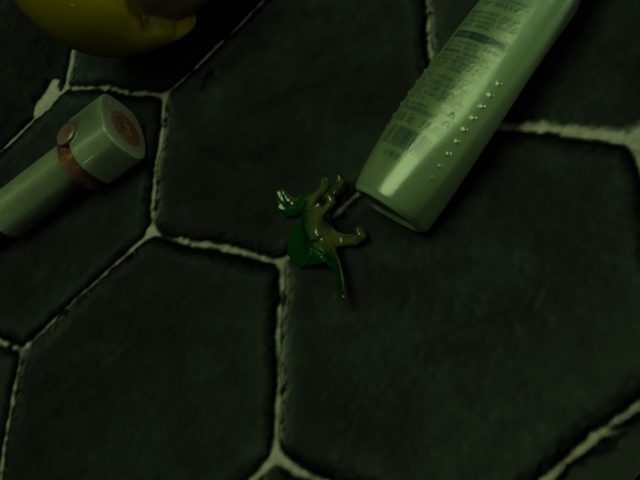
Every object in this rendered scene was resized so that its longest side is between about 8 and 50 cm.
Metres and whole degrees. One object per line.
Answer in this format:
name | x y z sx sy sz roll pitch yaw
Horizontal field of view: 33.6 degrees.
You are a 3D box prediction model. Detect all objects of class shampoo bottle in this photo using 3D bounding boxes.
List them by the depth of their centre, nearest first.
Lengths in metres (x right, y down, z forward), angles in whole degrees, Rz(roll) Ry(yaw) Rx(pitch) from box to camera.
shampoo bottle | 0.103 -0.105 0.686 0.212 0.049 0.072 -53 40 -3

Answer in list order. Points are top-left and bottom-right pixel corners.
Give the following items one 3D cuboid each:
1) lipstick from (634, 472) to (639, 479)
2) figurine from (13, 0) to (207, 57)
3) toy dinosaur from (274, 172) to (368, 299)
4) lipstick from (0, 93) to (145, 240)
lipstick | 0.213 0.064 0.461 0.300 0.081 0.081 -52 44 -4
figurine | -0.114 -0.294 0.869 0.343 0.215 0.187 -33 49 14
toy dinosaur | 0.000 0.000 0.718 0.060 0.029 0.120 -42 48 29
lipstick | -0.238 -0.047 0.909 0.186 0.057 0.063 -34 46 19
